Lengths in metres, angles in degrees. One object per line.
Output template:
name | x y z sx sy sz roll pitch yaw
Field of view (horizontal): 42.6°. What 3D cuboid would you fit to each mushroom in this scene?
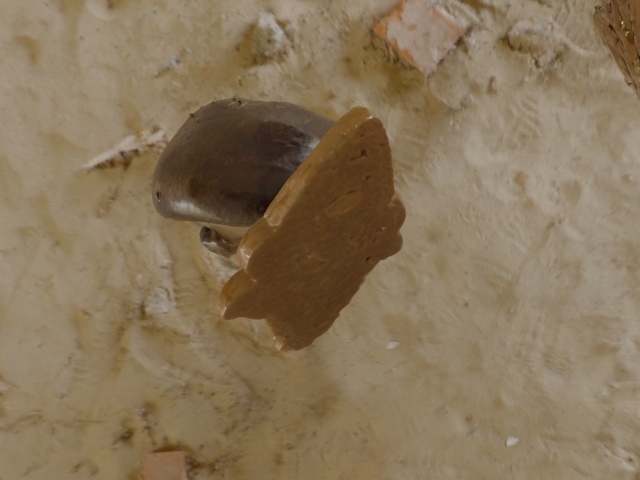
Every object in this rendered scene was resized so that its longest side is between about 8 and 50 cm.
mushroom | -0.041 -0.067 0.779 0.194 0.231 0.138 -16 79 42

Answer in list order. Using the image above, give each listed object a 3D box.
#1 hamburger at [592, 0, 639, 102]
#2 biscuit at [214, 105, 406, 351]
hamburger | 0.408 -0.168 0.679 0.268 0.445 0.287 -32 88 8
biscuit | 0.000 0.000 0.620 0.162 0.250 0.035 -18 55 -33
